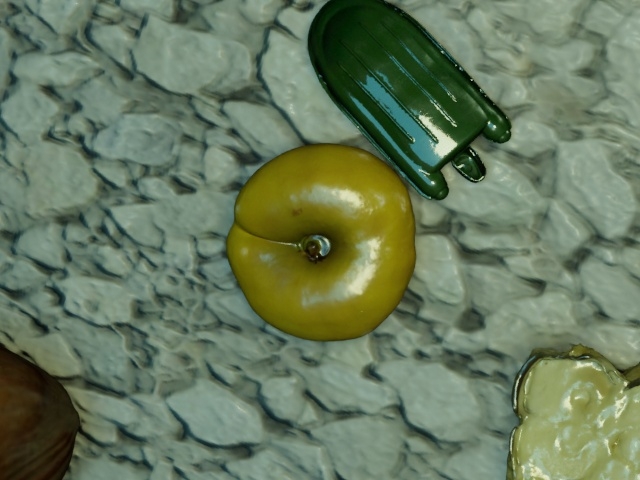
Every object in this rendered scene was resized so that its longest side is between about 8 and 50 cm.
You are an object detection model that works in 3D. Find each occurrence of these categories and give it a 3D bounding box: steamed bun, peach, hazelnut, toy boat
[{"bbox_3d":[0.251,0.185,1.484,0.178,0.106,0.192,4,89,22],"label":"steamed bun"},{"bbox_3d":[0.000,0.000,1.542,0.179,0.103,0.179,2,97,21],"label":"peach"},{"bbox_3d":[-0.339,0.175,1.645,0.186,0.210,0.210,31,106,36],"label":"hazelnut"},{"bbox_3d":[0.071,-0.131,1.530,0.104,0.052,0.210,-44,82,2],"label":"toy boat"}]
